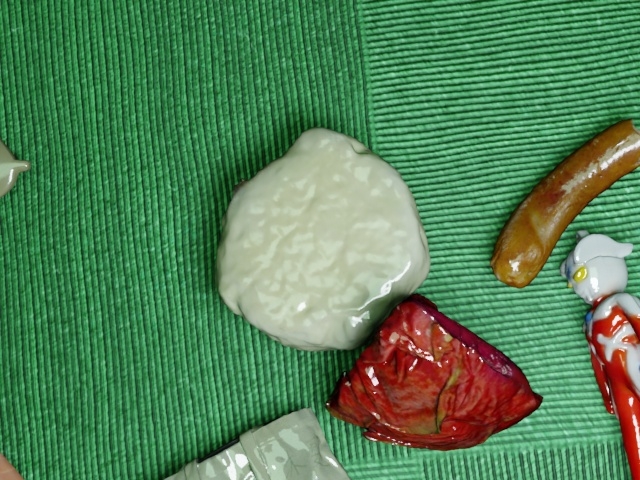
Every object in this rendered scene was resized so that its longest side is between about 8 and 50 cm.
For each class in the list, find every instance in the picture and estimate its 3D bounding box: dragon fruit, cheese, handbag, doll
[{"bbox_3d":[0.131,0.156,1.620,0.302,0.330,0.240,-20,60,4],"label":"dragon fruit"},{"bbox_3d":[0.000,0.000,1.713,0.317,0.115,0.327,-4,77,8],"label":"cheese"},{"bbox_3d":[-0.095,0.410,1.683,0.315,0.109,0.253,-28,78,1],"label":"handbag"},{"bbox_3d":[0.426,0.158,1.638,0.099,0.188,0.384,-5,64,-16],"label":"doll"}]

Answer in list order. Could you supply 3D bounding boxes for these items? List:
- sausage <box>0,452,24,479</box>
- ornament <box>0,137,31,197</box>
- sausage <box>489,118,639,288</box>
[{"bbox_3d":[-0.479,0.360,1.742,0.065,0.065,0.169,-43,82,-1],"label":"sausage"},{"bbox_3d":[-0.579,-0.067,1.795,0.244,0.061,0.230,13,83,7],"label":"ornament"},{"bbox_3d":[0.353,-0.057,1.704,0.302,0.103,0.076,-45,120,-3],"label":"sausage"}]
